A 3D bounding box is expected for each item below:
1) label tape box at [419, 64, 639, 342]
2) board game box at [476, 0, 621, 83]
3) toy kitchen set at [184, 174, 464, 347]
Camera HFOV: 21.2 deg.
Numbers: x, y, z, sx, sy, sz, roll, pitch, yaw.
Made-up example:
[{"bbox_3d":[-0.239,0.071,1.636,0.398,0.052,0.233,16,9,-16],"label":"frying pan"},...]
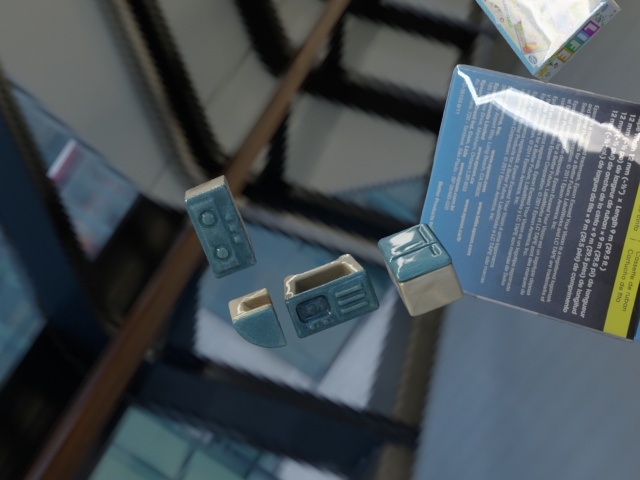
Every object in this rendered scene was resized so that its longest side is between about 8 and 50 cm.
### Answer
[{"bbox_3d":[0.292,-0.036,1.876,0.115,0.347,0.249,2,-78,-64],"label":"label tape box"},{"bbox_3d":[0.217,-0.243,1.694,0.103,0.026,0.154,-45,50,19],"label":"board game box"},{"bbox_3d":[0.000,0.000,1.565,0.207,0.166,0.122,-21,18,-1],"label":"toy kitchen set"}]
